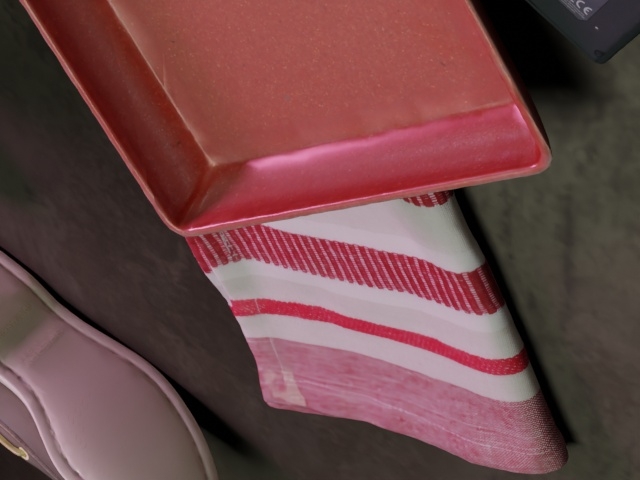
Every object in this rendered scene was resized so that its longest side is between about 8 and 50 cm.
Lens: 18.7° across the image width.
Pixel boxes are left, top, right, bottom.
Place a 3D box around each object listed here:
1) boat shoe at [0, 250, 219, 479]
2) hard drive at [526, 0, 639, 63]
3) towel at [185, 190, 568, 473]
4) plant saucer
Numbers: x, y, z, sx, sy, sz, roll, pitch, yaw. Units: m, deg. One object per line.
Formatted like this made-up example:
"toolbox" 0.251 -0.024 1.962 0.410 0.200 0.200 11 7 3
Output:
"boat shoe" -0.197 0.120 1.475 0.305 0.109 0.091 42 152 11
"hard drive" 0.123 -0.139 0.832 0.094 0.022 0.135 43 151 -2
"towel" 0.000 0.000 1.151 0.237 0.037 0.329 10 138 42
"plant saucer" -0.036 -0.130 0.961 0.259 0.048 0.258 -10 121 40
